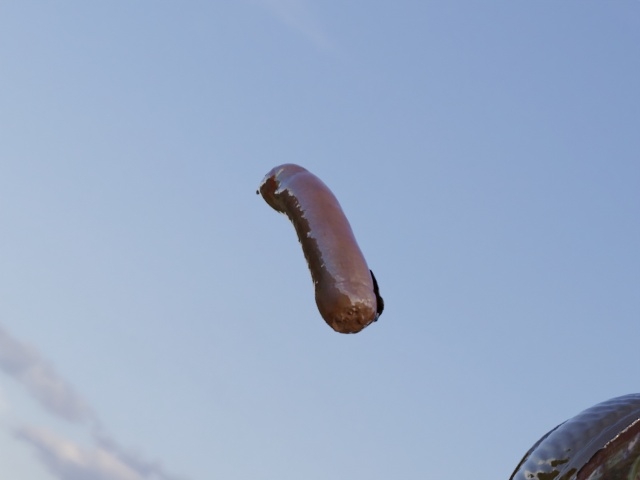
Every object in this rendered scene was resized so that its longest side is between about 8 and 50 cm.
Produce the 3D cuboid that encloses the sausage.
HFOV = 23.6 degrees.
[{"bbox_3d":[-0.001,0.000,1.003,0.040,0.047,0.176,16,28,-29],"label":"sausage"}]

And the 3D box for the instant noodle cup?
[{"bbox_3d":[0.211,0.206,1.162,0.091,0.274,0.274,39,-11,43],"label":"instant noodle cup"}]
